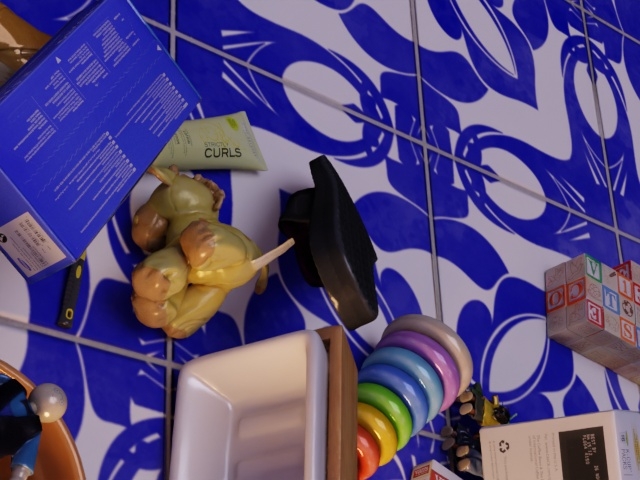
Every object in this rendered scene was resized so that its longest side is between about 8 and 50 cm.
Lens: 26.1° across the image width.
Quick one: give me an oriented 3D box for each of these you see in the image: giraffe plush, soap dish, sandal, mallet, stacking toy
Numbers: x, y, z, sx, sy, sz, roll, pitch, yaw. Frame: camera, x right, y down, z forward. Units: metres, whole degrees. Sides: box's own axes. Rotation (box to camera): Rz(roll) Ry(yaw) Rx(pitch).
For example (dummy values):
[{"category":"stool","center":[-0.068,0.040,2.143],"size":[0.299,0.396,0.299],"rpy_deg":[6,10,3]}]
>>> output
[{"category":"giraffe plush","center":[-0.165,-0.008,1.707],"size":[0.210,0.181,0.170],"rpy_deg":[-26,61,-21]},{"category":"soap dish","center":[-0.061,0.260,1.615],"size":[0.118,0.229,0.291],"rpy_deg":[40,43,-46]},{"category":"sandal","center":[-0.001,-0.002,1.807],"size":[0.446,0.107,0.167],"rpy_deg":[-83,149,-75]},{"category":"mallet","center":[-0.295,0.013,1.651],"size":[0.062,0.039,0.190],"rpy_deg":[33,52,-28]},{"category":"stacking toy","center":[0.072,0.238,1.825],"size":[0.141,0.141,0.330],"rpy_deg":[54,45,-8]}]

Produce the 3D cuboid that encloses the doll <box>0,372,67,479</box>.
[{"category":"doll","center":[-0.300,0.169,1.238],"size":[0.189,0.046,0.129],"rpy_deg":[-18,72,-55]}]

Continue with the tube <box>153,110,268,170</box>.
[{"category":"tube","center":[-0.163,-0.130,1.846],"size":[0.240,0.062,0.070],"rpy_deg":[-8,115,-52]}]

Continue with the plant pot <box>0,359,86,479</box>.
[{"category":"plant pot","center":[-0.391,0.260,1.286],"size":[0.291,0.203,0.291],"rpy_deg":[22,55,-35]}]

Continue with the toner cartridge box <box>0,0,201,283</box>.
[{"category":"toner cartridge box","center":[-0.260,-0.121,1.476],"size":[0.165,0.075,0.348],"rpy_deg":[55,34,-19]}]

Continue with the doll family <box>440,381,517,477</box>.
[{"category":"doll family","center":[0.237,0.286,2.008],"size":[0.111,0.076,0.193],"rpy_deg":[34,53,-34]}]

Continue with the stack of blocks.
[{"category":"stack of blocks","center":[0.513,0.127,2.357],"size":[0.297,0.087,0.171],"rpy_deg":[27,51,-33]}]

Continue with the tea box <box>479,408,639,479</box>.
[{"category":"tea box","center":[0.408,0.416,1.933],"size":[0.323,0.220,0.329],"rpy_deg":[14,68,-48]}]

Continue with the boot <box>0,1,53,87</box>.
[{"category":"boot","center":[-0.381,-0.241,1.674],"size":[0.295,0.104,0.211],"rpy_deg":[55,25,10]}]

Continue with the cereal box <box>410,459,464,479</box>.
[{"category":"cereal box","center":[0.179,0.441,1.876],"size":[0.173,0.047,0.240],"rpy_deg":[37,47,-26]}]
